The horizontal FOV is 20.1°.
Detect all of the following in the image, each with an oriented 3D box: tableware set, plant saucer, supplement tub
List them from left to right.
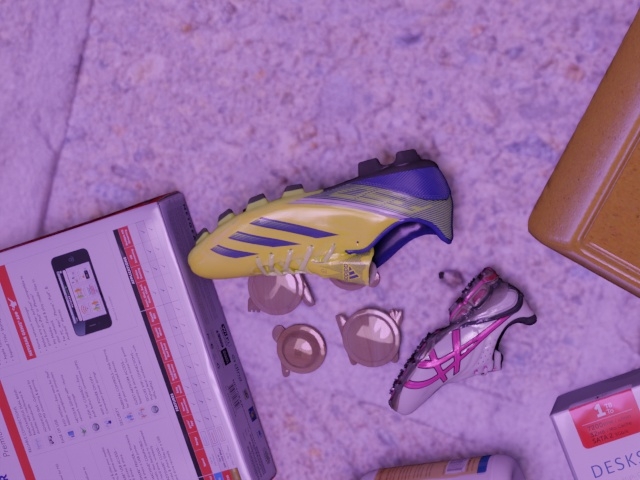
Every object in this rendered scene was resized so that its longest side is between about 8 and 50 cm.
[{"bbox_3d":[0.005,0.075,1.937,0.168,0.020,0.141,-12,97,16],"label":"tableware set"},{"bbox_3d":[0.115,0.304,1.883,0.199,0.144,0.144,-9,97,16],"label":"supplement tub"},{"bbox_3d":[0.396,-0.041,1.734,0.332,0.081,0.333,29,123,8],"label":"plant saucer"}]

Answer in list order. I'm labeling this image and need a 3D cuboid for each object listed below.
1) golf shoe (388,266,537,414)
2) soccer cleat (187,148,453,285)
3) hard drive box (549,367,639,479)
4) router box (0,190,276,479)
[{"bbox_3d":[0.145,0.121,1.884,0.086,0.067,0.186,40,106,3],"label":"golf shoe"},{"bbox_3d":[0.000,0.000,1.874,0.289,0.093,0.121,-19,82,10],"label":"soccer cleat"},{"bbox_3d":[0.360,0.246,1.840,0.181,0.089,0.232,-22,93,16],"label":"hard drive box"},{"bbox_3d":[-0.245,0.149,1.980,0.301,0.082,0.335,-17,95,17],"label":"router box"}]
